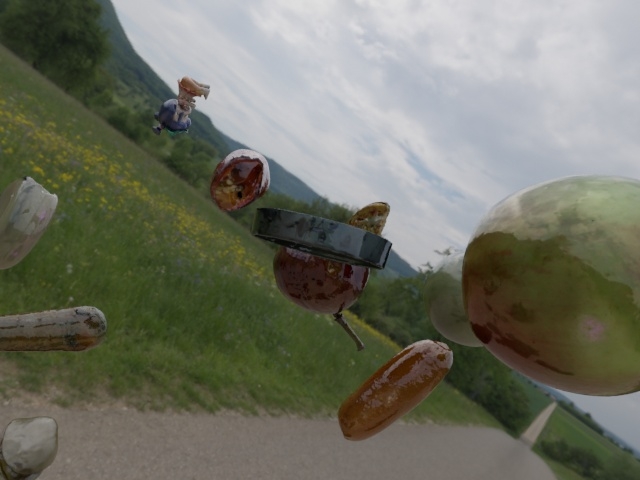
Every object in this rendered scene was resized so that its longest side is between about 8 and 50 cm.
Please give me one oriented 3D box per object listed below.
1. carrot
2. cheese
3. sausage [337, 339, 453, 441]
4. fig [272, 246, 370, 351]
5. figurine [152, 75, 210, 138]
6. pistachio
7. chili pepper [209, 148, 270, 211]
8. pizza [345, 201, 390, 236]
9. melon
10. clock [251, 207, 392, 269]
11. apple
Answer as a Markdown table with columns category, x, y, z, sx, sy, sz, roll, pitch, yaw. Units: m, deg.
| category | x | y | z | sx | sy | sz | roll | pitch | yaw |
| --- | --- | --- | --- | --- | --- | --- | --- | --- | --- |
| carrot | -0.482 | 0.142 | 0.717 | 0.298 | 0.078 | 0.078 | 2 | 21 | -38 |
| cheese | -0.619 | 0.010 | 0.916 | 0.163 | 0.286 | 0.082 | 20 | -15 | 48 |
| sausage | 0.129 | 0.256 | 0.823 | 0.098 | 0.238 | 0.098 | 52 | 0 | 0 |
| fig | 0.015 | 0.094 | 1.034 | 0.204 | 0.186 | 0.249 | -5 | -52 | 17 |
| figurine | -0.410 | -0.390 | 1.390 | 0.102 | 0.195 | 0.111 | 27 | 21 | -25 |
| pistachio | -0.549 | 0.389 | 0.885 | 0.113 | 0.113 | 0.149 | 36 | -4 | -11 |
| chili pepper | -0.119 | -0.095 | 0.721 | 0.192 | 0.086 | 0.084 | -117 | -164 | -76 |
| pizza | 0.152 | -0.035 | 1.567 | 0.036 | 0.176 | 0.185 | 17 | -22 | -41 |
| melon | 0.394 | 0.150 | 1.244 | 0.272 | 0.271 | 0.308 | 35 | -9 | 36 |
| clock | 0.000 | 0.000 | 0.725 | 0.215 | 0.041 | 0.215 | 14 | -5 | 1 |
| apple | 0.356 | 0.058 | 0.677 | 0.277 | 0.319 | 0.319 | 14 | -14 | 36 |
